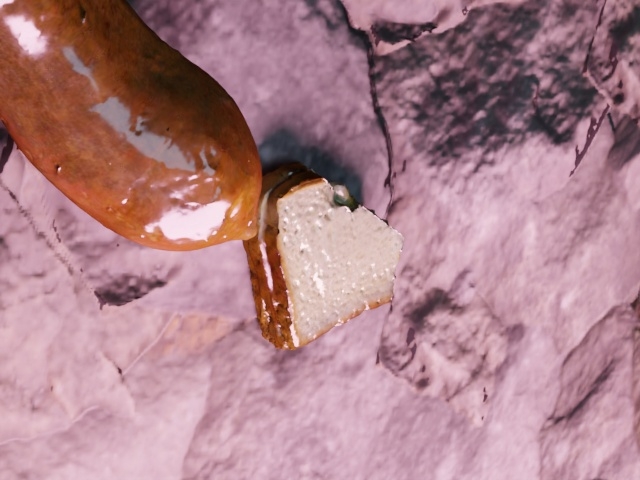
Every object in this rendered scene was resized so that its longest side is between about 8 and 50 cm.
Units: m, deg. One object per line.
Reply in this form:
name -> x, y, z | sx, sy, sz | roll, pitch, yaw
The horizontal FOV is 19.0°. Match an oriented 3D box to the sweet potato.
sweet potato -> -0.130, -0.092, 0.887 | 0.097, 0.097, 0.292 | -53, 126, -10

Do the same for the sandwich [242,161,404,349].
sandwich -> 0.000, 0.000, 1.073 | 0.093, 0.035, 0.105 | -31, 124, -26
